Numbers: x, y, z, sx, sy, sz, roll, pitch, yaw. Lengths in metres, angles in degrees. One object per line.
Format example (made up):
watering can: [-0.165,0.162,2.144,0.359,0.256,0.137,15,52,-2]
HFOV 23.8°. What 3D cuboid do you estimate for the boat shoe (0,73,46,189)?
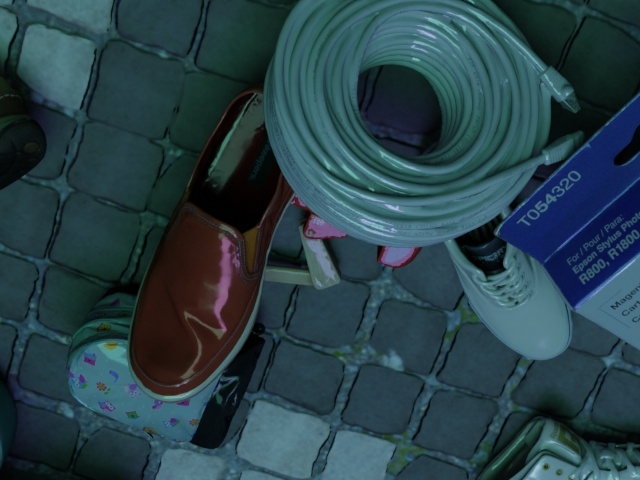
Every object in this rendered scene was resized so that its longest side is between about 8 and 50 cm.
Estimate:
boat shoe: [-0.415,-0.063,1.477,0.324,0.122,0.120,-29,79,14]

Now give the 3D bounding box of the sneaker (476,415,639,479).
sneaker: [0.299,0.238,1.560,0.292,0.108,0.169,-32,112,19]

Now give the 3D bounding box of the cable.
cable: [0.076,-0.122,1.352,0.257,0.089,0.257,-35,88,-20]

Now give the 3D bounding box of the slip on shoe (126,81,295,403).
slip on shoe: [-0.098,-0.003,1.422,0.123,0.101,0.331,28,95,17]

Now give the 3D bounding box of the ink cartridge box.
ink cartridge box: [0.380,-0.028,1.384,0.330,0.071,0.324,28,117,-37]

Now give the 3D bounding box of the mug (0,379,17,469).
mug: [-0.380,0.180,1.586,0.129,0.097,0.157,16,114,-3]

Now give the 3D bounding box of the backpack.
backpack: [-0.163,0.125,1.536,0.182,0.115,0.152,23,117,-3]

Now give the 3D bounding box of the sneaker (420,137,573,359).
sneaker: [0.167,0.023,1.476,0.094,0.091,0.258,-28,110,16]

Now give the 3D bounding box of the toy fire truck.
toy fire truck: [0.000,0.000,1.502,0.192,0.047,0.135,19,115,-6]
